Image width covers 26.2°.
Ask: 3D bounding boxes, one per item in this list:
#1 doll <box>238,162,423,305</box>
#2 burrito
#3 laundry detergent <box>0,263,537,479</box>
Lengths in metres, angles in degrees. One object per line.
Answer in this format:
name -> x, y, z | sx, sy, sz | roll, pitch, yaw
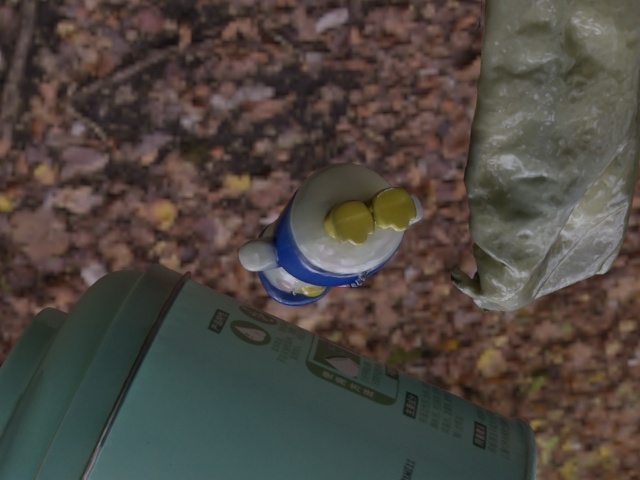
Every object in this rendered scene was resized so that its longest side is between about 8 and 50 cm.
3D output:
doll -> 0.000, 0.000, 0.677 | 0.099, 0.057, 0.143 | -17, 174, -24
burrito -> 0.208, -0.093, 1.166 | 0.135, 0.331, 0.190 | 12, -160, 24
laundry detergent -> -0.064, 0.180, 0.846 | 0.305, 0.287, 0.287 | 23, 151, -1
